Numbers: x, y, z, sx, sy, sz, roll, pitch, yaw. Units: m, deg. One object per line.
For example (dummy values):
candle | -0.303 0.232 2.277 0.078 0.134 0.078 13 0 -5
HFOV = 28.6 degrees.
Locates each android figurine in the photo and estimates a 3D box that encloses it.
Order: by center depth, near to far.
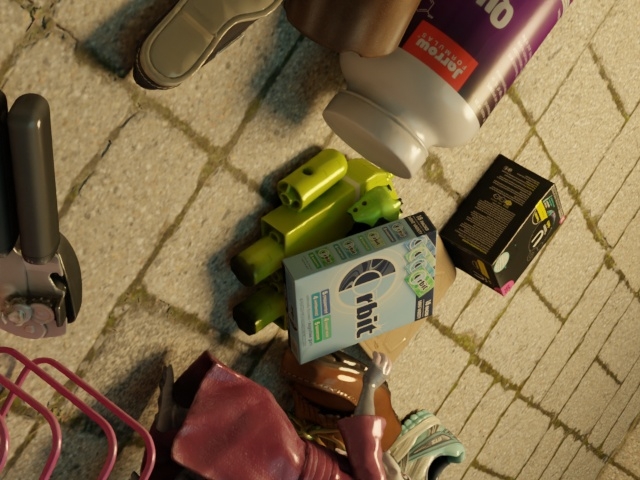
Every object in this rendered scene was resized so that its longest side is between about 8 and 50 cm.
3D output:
android figurine | 0.000 0.000 1.538 0.273 0.056 0.248 -37 145 -32

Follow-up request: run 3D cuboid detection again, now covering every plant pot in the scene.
plant pot | 0.045 -0.281 1.238 0.167 0.167 0.165 -22 143 -47

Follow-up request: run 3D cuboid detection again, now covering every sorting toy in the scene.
sorting toy | 0.119 0.082 1.831 0.208 0.038 0.193 -56 152 -11

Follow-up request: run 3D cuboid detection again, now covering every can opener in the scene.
can opener | -0.264 -0.019 1.115 0.093 0.074 0.280 -79 175 -46

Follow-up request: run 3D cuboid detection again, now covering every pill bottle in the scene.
pill bottle | 0.146 -0.232 1.403 0.323 0.181 0.181 -54 151 -7

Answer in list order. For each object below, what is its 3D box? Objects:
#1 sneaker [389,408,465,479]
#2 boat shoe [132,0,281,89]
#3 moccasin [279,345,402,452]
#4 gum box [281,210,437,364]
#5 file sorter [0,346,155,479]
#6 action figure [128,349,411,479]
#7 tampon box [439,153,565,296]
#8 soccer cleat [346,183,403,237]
sneaker | 0.130 0.419 2.082 0.283 0.122 0.110 -52 151 -10
boat shoe | -0.104 -0.215 1.185 0.206 0.075 0.065 -49 -166 -26
moccasin | 0.015 0.243 1.736 0.147 0.139 0.380 -59 162 -16
gum box | 0.048 0.058 1.508 0.184 0.041 0.157 -19 138 -16
file sorter | -0.315 0.198 1.096 0.182 0.202 0.291 -62 151 5
action figure | -0.025 0.273 1.463 0.370 0.275 0.248 20 115 -18
tampon box | 0.276 -0.021 1.895 0.161 0.101 0.120 -52 150 -10
soccer cleat | 0.071 0.002 1.541 0.072 0.060 0.179 -31 142 -11
